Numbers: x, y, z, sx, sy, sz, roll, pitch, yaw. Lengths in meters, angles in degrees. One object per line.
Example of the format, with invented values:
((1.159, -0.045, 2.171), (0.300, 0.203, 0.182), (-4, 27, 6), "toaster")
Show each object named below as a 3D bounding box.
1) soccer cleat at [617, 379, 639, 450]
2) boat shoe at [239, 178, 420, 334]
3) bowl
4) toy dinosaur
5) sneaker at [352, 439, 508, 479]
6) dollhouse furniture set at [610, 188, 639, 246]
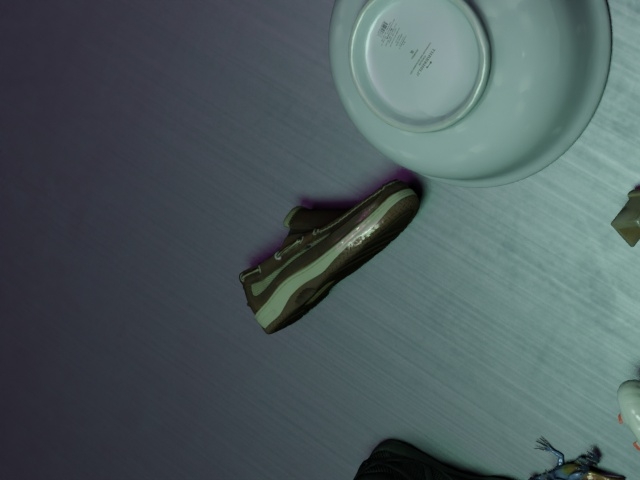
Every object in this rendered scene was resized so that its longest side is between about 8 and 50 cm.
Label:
((0.370, 0.205, 1.153), (0.196, 0.068, 0.076), (48, 135, 0), "soccer cleat")
((-0.005, 0.002, 1.296), (0.257, 0.095, 0.095), (-41, 76, 32), "boat shoe")
((0.119, -0.184, 1.146), (0.298, 0.134, 0.297), (8, 108, 27), "bowl")
((0.257, 0.251, 1.250), (0.090, 0.047, 0.082), (40, 139, 2), "toy dinosaur")
((0.133, 0.299, 1.282), (0.228, 0.130, 0.087), (20, 115, 21), "sneaker")
((0.395, 0.006, 1.097), (0.182, 0.101, 0.161), (46, 163, -14), "dollhouse furniture set")
